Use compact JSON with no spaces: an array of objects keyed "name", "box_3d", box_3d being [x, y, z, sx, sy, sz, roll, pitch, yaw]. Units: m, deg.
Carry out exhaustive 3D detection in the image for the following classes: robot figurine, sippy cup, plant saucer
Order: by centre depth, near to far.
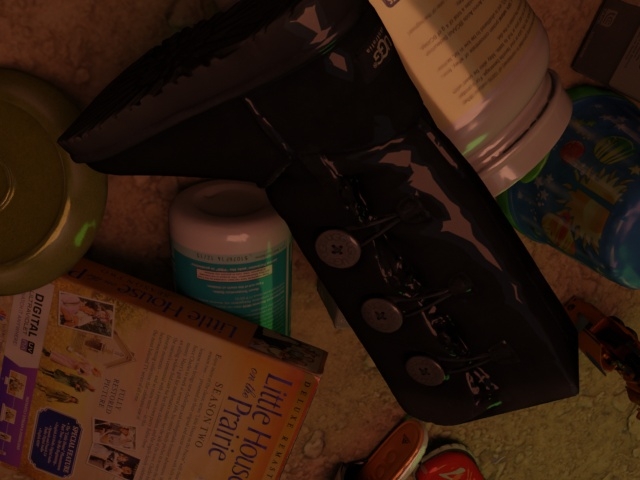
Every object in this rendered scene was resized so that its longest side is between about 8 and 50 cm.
[{"name":"plant saucer","box_3d":[-0.343,-0.060,0.745,0.240,0.037,0.241,0,94,0]},{"name":"sippy cup","box_3d":[0.382,-0.057,0.943,0.305,0.224,0.240,-14,121,-10]},{"name":"robot figurine","box_3d":[0.483,0.206,1.082,0.211,0.291,0.085,32,105,-29]}]

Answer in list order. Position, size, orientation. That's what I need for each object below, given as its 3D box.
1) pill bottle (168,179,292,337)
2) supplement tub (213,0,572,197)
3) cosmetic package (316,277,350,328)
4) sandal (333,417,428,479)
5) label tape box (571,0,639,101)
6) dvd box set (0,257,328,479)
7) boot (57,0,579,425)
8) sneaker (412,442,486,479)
[{"name":"pill bottle","box_3d":[-0.108,0.068,0.896,0.146,0.146,0.264,-6,119,-15]},{"name":"supplement tub","box_3d":[0.075,-0.203,0.720,0.235,0.235,0.325,-41,109,6]},{"name":"cosmetic package","box_3d":[0.081,-0.011,0.941,0.127,0.107,0.238,1,119,-17]},{"name":"sandal","box_3d":[0.066,0.385,1.166,0.076,0.102,0.265,31,96,-28]},{"name":"label tape box","box_3d":[0.495,-0.167,0.853,0.240,0.334,0.106,14,113,-24]},{"name":"dvd box set","box_3d":[-0.235,0.186,0.858,0.420,0.062,0.308,20,116,1]},{"name":"boot","box_3d":[0.001,0.000,0.703,0.445,0.367,0.146,50,51,-29]},{"name":"sneaker","box_3d":[0.260,0.449,1.246,0.107,0.118,0.279,-40,122,5]}]
